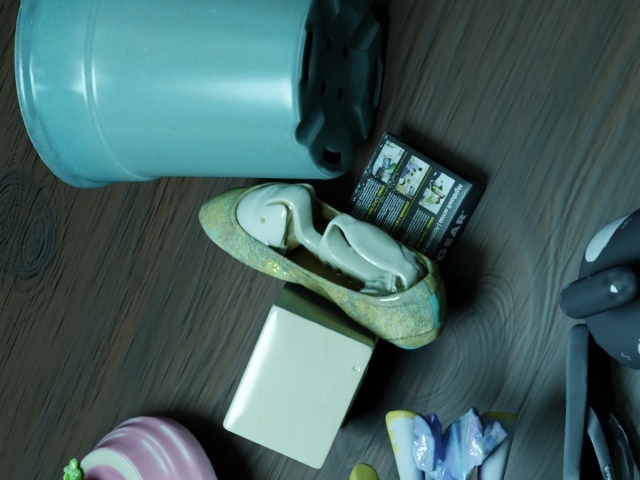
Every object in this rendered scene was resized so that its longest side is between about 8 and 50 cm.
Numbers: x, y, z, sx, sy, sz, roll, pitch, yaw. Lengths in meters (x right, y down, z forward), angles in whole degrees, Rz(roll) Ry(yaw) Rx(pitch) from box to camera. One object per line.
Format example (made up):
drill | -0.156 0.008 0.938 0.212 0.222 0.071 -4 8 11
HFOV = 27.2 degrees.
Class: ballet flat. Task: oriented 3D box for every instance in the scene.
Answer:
ballet flat | 0.000 0.000 1.520 0.348 0.123 0.123 31 101 27

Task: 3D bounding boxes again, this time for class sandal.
sandal | 0.295 0.214 1.396 0.054 0.097 0.254 -4 83 30

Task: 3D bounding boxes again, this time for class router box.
router box | 0.094 -0.019 1.567 0.133 0.046 0.179 34 103 28

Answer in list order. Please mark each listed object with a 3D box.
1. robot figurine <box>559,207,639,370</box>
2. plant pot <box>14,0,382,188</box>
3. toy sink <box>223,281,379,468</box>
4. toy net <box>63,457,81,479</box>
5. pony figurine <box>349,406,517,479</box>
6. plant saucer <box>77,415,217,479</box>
robot figurine | 0.361 0.042 1.288 0.173 0.278 0.209 46 69 -4
plant pot | -0.122 -0.214 1.571 0.334 0.341 0.341 7 89 23
toy sink | -0.013 0.148 1.552 0.131 0.234 0.153 23 98 1
toy net | -0.329 0.397 1.654 0.122 0.045 0.232 28 106 50
pony figurine | 0.120 0.358 1.343 0.351 0.302 0.363 142 138 -60
plant saucer | -0.238 0.385 1.647 0.332 0.084 0.332 -13 74 51
